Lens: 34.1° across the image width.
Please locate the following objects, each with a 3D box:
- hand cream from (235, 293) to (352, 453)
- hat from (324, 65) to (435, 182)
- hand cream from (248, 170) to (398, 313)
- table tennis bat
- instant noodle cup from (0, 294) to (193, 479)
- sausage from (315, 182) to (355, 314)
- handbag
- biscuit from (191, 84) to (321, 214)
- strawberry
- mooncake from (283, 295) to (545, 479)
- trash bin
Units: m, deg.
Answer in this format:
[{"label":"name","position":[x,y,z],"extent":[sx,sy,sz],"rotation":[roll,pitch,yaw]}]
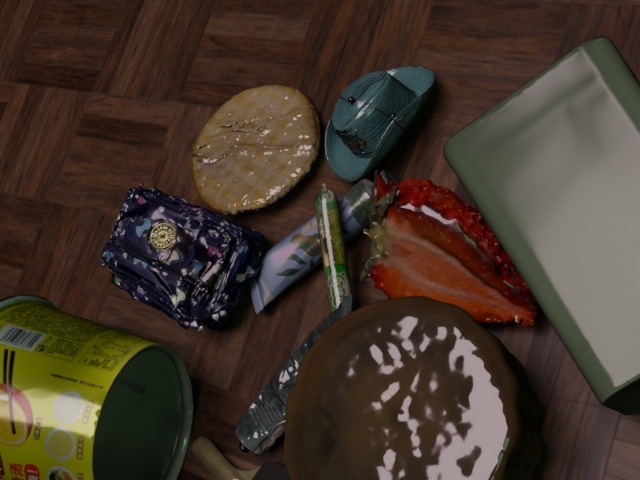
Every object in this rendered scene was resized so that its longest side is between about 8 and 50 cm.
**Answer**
[{"label":"hand cream","position":[-0.035,0.174,1.301],"extent":[0.248,0.052,0.075],"rotation":[-56,35,23]},{"label":"hat","position":[0.065,-0.173,1.380],"extent":[0.138,0.078,0.191],"rotation":[22,76,51]},{"label":"hand cream","position":[0.000,0.000,1.393],"extent":[0.256,0.055,0.088],"rotation":[-38,47,21]},{"label":"table tennis bat","position":[-0.086,0.335,1.327],"extent":[0.246,0.022,0.138],"rotation":[37,93,35]},{"label":"instant noodle cup","position":[-0.319,0.237,1.362],"extent":[0.221,0.311,0.312],"rotation":[7,75,25]},{"label":"sausage","position":[0.024,0.058,1.325],"extent":[0.032,0.032,0.269],"rotation":[-13,81,28]},{"label":"handbag","position":[-0.201,0.023,1.467],"extent":[0.260,0.113,0.162],"rotation":[26,91,34]},{"label":"biscuit","position":[-0.096,-0.133,1.499],"extent":[0.219,0.033,0.220],"rotation":[-14,57,22]},{"label":"strawberry","position":[0.161,0.005,1.232],"extent":[0.228,0.175,0.098],"rotation":[16,40,28]},{"label":"mooncake","position":[0.107,0.218,1.166],"extent":[0.290,0.161,0.291],"rotation":[-11,66,26]},{"label":"trash bin","position":[0.320,-0.012,1.131],"extent":[0.223,0.158,0.344],"rotation":[-36,61,18]}]
